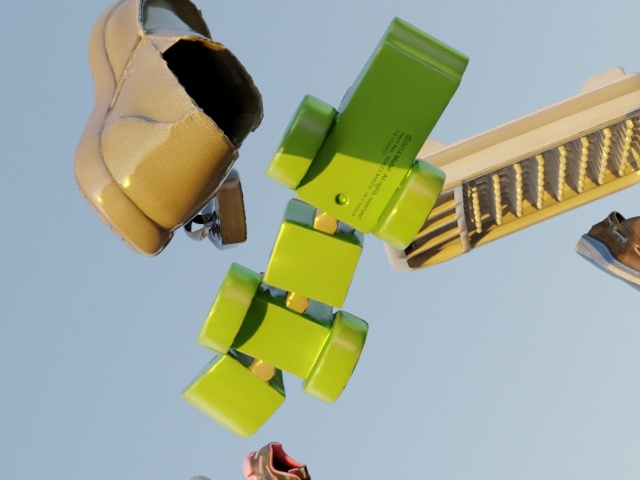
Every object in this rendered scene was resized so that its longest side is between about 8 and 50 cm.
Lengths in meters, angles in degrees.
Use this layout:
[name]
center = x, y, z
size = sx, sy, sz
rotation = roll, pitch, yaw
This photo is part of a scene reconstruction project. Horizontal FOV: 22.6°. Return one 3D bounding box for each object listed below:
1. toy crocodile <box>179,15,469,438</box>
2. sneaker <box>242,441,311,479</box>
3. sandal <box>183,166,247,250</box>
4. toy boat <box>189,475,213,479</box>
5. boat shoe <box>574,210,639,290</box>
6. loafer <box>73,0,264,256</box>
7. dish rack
[toy crocodile]
center = 0.000, 0.000, 1.146
size = 0.105, 0.115, 0.340
rotation = -80, 15, -70
[sneaker]
center = -0.024, 0.250, 1.610
size = 0.057, 0.119, 0.047
rotation = -47, -5, 39
[sandal]
center = -0.110, -0.038, 1.583
size = 0.254, 0.054, 0.097
rotation = 164, 98, -84
[toy boat]
center = -0.072, 0.403, 2.041
size = 0.148, 0.318, 0.267
rotation = -64, -33, -21
[boat shoe]
center = 0.307, 0.010, 1.548
size = 0.066, 0.183, 0.066
rotation = 31, -87, -26
[loafer]
center = -0.084, -0.088, 0.983
size = 0.092, 0.268, 0.102
rotation = -30, -60, 16
[dish rack]
center = 0.213, -0.078, 1.686
size = 0.333, 0.072, 0.285
rotation = -21, -17, 2
